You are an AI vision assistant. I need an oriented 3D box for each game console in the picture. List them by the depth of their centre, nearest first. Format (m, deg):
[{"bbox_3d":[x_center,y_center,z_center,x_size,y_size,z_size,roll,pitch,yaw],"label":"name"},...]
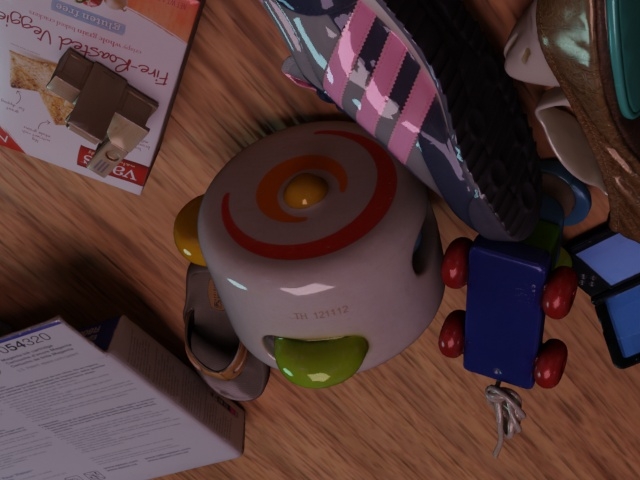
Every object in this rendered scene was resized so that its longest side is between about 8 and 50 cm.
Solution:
[{"bbox_3d":[0.276,0.040,1.065,0.107,0.071,0.122,38,134,-25],"label":"game console"}]

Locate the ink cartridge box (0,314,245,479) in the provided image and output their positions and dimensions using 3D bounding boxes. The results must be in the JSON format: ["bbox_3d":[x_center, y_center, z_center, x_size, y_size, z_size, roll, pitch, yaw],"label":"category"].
[{"bbox_3d":[-0.301,0.177,1.328,0.324,0.071,0.330,-17,139,23],"label":"ink cartridge box"}]

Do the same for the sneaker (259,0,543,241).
[{"bbox_3d":[0.048,-0.124,0.913,0.131,0.112,0.319,-16,116,41],"label":"sneaker"}]

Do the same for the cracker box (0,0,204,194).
[{"bbox_3d":[-0.187,-0.153,0.986,0.155,0.067,0.232,19,139,-6],"label":"cracker box"}]

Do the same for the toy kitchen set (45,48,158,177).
[{"bbox_3d":[-0.186,-0.087,0.956,0.083,0.068,0.075,32,135,-21],"label":"toy kitchen set"}]

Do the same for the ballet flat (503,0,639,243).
[{"bbox_3d":[0.210,-0.113,0.905,0.124,0.116,0.342,8,147,38],"label":"ballet flat"}]

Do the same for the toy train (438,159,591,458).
[{"bbox_3d":[0.174,0.060,1.055,0.105,0.143,0.248,17,139,20],"label":"toy train"}]

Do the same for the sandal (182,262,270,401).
[{"bbox_3d":[-0.100,0.101,1.250,0.090,0.060,0.219,9,139,6],"label":"sandal"}]

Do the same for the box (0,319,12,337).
[{"bbox_3d":[-0.487,0.097,1.360,0.231,0.056,0.183,33,135,-21],"label":"box"}]

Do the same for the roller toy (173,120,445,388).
[{"bbox_3d":[0.000,0.000,1.011,0.209,0.191,0.146,40,158,40],"label":"roller toy"}]
